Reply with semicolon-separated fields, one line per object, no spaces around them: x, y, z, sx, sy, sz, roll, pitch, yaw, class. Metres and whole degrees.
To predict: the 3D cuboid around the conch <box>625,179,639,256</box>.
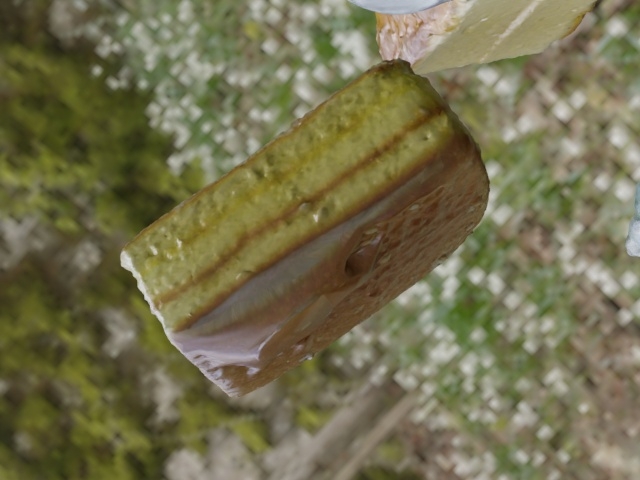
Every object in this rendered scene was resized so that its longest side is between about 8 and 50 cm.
0.435;-0.066;2.036;0.195;0.277;0.220;17;-133;-56;conch

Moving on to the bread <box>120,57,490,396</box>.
0.000;0.000;1.295;0.110;0.234;0.184;52;177;20;bread

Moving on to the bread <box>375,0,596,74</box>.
0.158;-0.343;1.991;0.207;0.279;0.279;-11;-103;-16;bread

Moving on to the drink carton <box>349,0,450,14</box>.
0.086;-0.237;1.132;0.191;0.185;0.189;50;-151;18;drink carton
